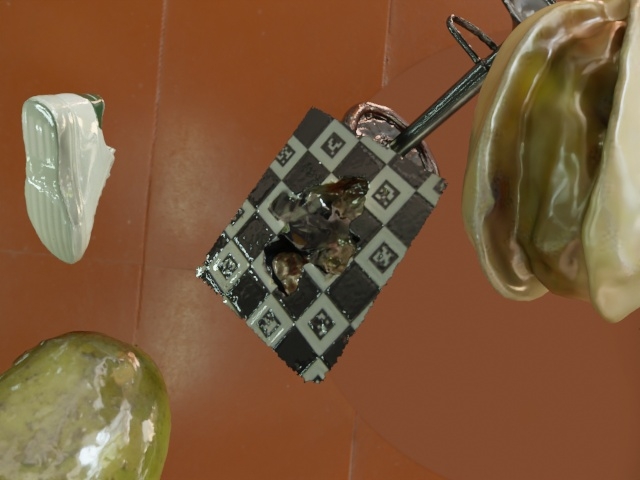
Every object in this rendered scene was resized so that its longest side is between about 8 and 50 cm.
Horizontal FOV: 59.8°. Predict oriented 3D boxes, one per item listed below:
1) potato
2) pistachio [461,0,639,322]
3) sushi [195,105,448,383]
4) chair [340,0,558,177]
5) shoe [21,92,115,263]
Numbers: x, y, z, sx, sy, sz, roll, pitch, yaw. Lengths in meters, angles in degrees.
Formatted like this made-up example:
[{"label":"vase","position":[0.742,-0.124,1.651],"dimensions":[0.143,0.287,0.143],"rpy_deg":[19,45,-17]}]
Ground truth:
[{"label":"potato","position":[-0.195,0.170,0.368],"dimensions":[0.149,0.113,0.251],"rpy_deg":[26,54,5]},{"label":"pistachio","position":[0.242,-0.089,0.480],"dimensions":[0.229,0.238,0.321],"rpy_deg":[6,58,48]},{"label":"sushi","position":[0.000,0.000,0.526],"dimensions":[0.193,0.040,0.210],"rpy_deg":[37,96,34]},{"label":"chair","position":[0.185,-0.200,0.862],"dimensions":[0.401,0.226,0.226],"rpy_deg":[-40,74,40]},{"label":"shoe","position":[-0.500,-0.132,1.146],"dimensions":[0.132,0.160,0.363],"rpy_deg":[22,124,19]}]
